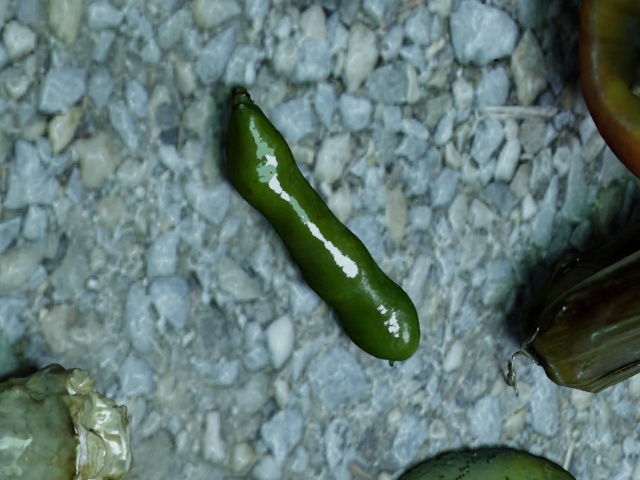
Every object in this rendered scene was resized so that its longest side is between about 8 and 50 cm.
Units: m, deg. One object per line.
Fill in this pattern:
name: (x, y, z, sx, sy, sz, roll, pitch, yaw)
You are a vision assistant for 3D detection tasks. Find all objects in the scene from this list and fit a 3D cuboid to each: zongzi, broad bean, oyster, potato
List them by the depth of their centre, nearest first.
oyster: (-0.193, 0.157, 1.286, 0.191, 0.081, 0.163, 11, 102, -31)
broad bean: (0.000, 0.001, 1.382, 0.256, 0.052, 0.052, 54, 32, -29)
zongzi: (0.291, 0.056, 1.463, 0.248, 0.241, 0.111, -29, 118, -22)
potato: (0.135, 0.223, 1.529, 0.198, 0.054, 0.119, 19, 96, -35)

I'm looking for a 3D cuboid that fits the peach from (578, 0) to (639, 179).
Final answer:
peach: (0.327, -0.151, 1.429, 0.281, 0.238, 0.281, 10, 66, -23)
